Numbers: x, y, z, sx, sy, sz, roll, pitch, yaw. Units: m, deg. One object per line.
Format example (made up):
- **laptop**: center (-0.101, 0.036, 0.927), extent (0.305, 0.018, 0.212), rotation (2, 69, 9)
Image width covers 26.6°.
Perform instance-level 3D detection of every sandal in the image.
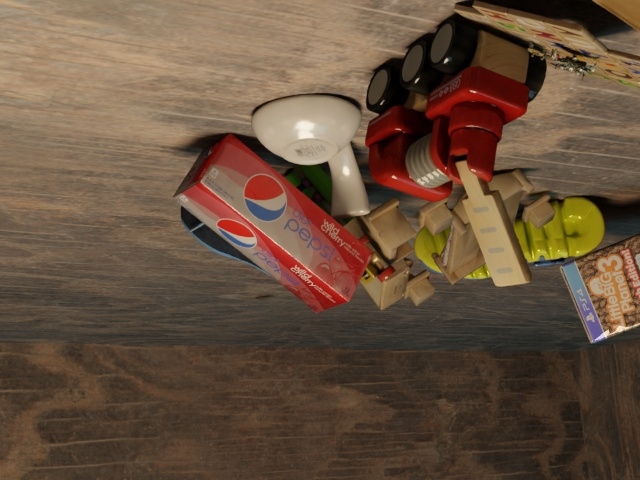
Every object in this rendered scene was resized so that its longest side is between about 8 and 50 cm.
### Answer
- **sandal**: center (0.318, 0.005, 2.307), extent (0.317, 0.126, 0.138), rotation (-4, 172, 3)

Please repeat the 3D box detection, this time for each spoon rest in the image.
- **spoon rest**: center (0.001, -0.120, 1.746), extent (0.137, 0.084, 0.276), rotation (-9, 154, 13)

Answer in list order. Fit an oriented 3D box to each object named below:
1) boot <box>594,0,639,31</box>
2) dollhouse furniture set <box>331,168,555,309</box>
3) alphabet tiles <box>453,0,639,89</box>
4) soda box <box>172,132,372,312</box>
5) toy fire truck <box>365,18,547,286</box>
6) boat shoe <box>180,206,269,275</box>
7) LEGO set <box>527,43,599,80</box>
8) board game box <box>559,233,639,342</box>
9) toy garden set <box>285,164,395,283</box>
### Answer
- **boot**: center (0.356, -0.181, 1.253), extent (0.269, 0.089, 0.236), rotation (34, 169, 5)
- **dollhouse furniture set**: center (0.192, -0.074, 2.076), extent (0.355, 0.174, 0.303), rotation (-31, 158, -15)
- **alphabet tiles**: center (0.253, -0.197, 1.396), extent (0.198, 0.009, 0.237), rotation (20, -178, 31)
- **soda box**: center (-0.060, -0.019, 1.800), extent (0.263, 0.092, 0.083), rotation (39, 149, -18)
- **toy fire truck**: center (0.148, -0.079, 1.472), extent (0.158, 0.246, 0.217), rotation (18, 159, -22)
- **boat shoe**: center (-0.090, -0.021, 1.963), extent (0.258, 0.109, 0.089), rotation (23, 137, 21)
- **LEGO set**: center (0.249, -0.181, 1.390), extent (0.054, 0.023, 0.083), rotation (18, -178, -28)
- **board game box**: center (0.583, 0.047, 2.297), extent (0.291, 0.141, 0.232), rotation (-23, 175, 19)
- **toy garden set**: center (0.000, 0.000, 1.980), extent (0.049, 0.204, 0.244), rotation (-40, 179, -21)
